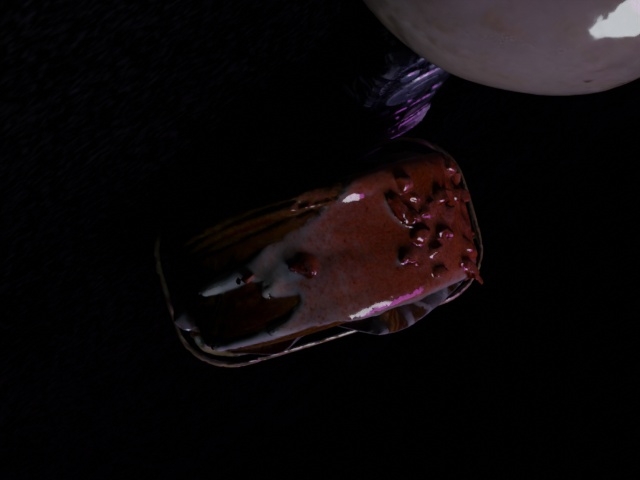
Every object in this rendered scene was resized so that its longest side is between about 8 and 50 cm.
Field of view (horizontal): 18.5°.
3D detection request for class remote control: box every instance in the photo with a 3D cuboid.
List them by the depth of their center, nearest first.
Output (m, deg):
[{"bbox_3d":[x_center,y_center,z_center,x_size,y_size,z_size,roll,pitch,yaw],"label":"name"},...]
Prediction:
[{"bbox_3d":[0.044,-0.115,1.333,0.090,0.066,0.266,-22,170,-16],"label":"remote control"}]

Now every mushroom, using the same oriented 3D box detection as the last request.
[{"bbox_3d":[0.103,-0.162,0.896,0.206,0.206,0.209,-39,177,-3],"label":"mushroom"}]

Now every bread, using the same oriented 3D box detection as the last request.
[{"bbox_3d":[0.000,0.000,1.336,0.224,0.142,0.212,-16,-179,-7],"label":"bread"}]
